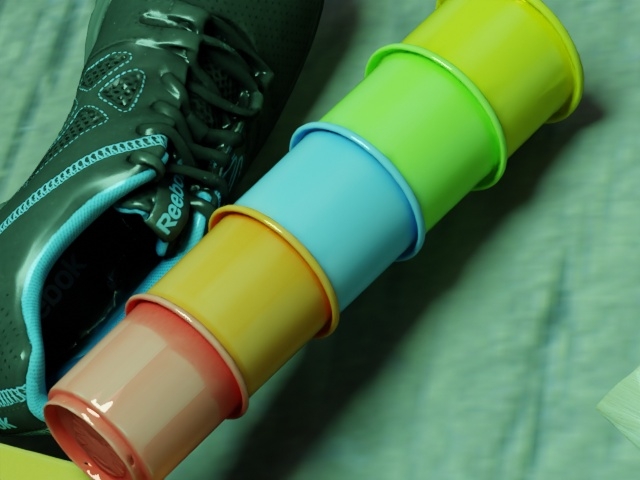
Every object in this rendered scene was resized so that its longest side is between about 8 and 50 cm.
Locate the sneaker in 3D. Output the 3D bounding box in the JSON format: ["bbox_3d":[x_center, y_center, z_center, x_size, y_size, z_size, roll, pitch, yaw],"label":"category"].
[{"bbox_3d":[-0.077,-0.042,0.895,0.139,0.125,0.341,6,63,58],"label":"sneaker"}]

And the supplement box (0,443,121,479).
[{"bbox_3d":[-0.092,0.157,0.804,0.233,0.080,0.078,11,60,27],"label":"supplement box"}]

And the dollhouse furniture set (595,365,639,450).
[{"bbox_3d":[0.234,0.057,0.680,0.184,0.129,0.129,-47,51,3],"label":"dollhouse furniture set"}]

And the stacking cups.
[{"bbox_3d":[0.000,0.000,0.838,0.096,0.096,0.316,26,59,35],"label":"stacking cups"}]
